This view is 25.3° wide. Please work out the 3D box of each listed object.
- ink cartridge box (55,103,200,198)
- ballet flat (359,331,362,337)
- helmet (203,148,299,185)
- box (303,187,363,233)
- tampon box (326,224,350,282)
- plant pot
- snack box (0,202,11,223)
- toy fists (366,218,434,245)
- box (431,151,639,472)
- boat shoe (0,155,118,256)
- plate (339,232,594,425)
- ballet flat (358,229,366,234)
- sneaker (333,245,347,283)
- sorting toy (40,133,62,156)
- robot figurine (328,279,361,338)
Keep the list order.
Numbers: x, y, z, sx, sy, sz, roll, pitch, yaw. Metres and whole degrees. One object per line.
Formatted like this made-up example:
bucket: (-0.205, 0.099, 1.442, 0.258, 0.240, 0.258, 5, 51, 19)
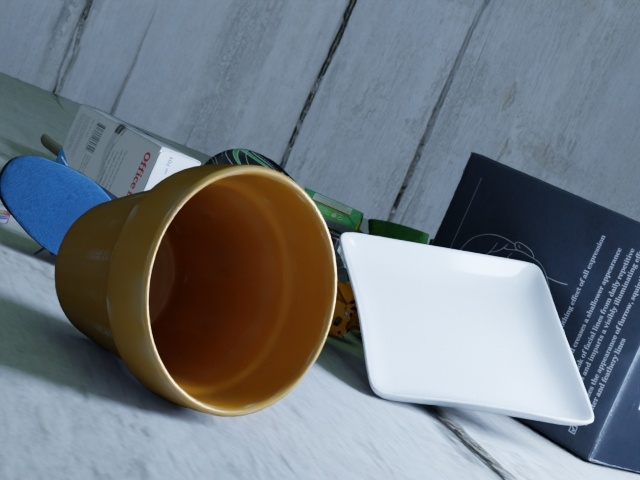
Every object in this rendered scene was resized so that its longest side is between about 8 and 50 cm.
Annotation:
ink cartridge box: (-0.270, -0.083, 1.916, 0.191, 0.139, 0.082, 29, 6, 39)
ballet flat: (0.121, 0.127, 1.845, 0.091, 0.077, 0.241, 21, 6, -33)
helmet: (-0.127, -0.067, 2.265, 0.161, 0.169, 0.169, 38, 11, 25)
box: (0.000, 0.000, 2.275, 0.105, 0.043, 0.179, 24, -37, 4)
tampon box: (-0.003, 0.032, 2.111, 0.120, 0.101, 0.161, 19, 6, -43)
plant pot: (-0.123, 0.033, 1.217, 0.205, 0.205, 0.188, 18, -8, -43)
snack box: (-0.441, -0.065, 1.639, 0.178, 0.022, 0.064, 26, 7, 22)
toy fists: (0.150, 0.060, 2.299, 0.096, 0.142, 0.279, 9, -6, 44)
box: (0.334, 0.095, 1.905, 0.212, 0.293, 0.395, 19, 7, -43)
boat shoe: (-0.247, -0.002, 1.568, 0.258, 0.109, 0.089, 39, -7, -20)
plate: (0.163, 0.111, 1.699, 0.277, 0.045, 0.278, 9, 39, -17)
ballet flat: (0.077, 0.046, 2.445, 0.280, 0.095, 0.096, 33, -5, -5)
sneaker: (-0.044, 0.038, 2.005, 0.087, 0.130, 0.227, -5, 51, -39)
sorting toy: (-0.349, -0.101, 2.343, 0.208, 0.038, 0.193, 25, 4, -33)
robot figurine: (-0.078, 0.038, 1.824, 0.291, 0.085, 0.211, 24, 5, 10)
